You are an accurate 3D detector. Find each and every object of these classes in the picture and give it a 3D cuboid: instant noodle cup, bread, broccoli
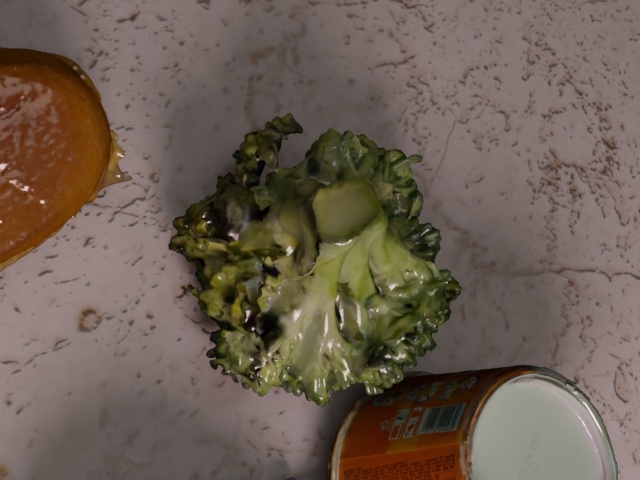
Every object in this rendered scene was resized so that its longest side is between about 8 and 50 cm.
[{"bbox_3d":[0.184,0.275,1.357,0.296,0.214,0.296,11,69,-31],"label":"instant noodle cup"},{"bbox_3d":[-0.411,-0.064,1.275,0.388,0.183,0.236,-37,94,-23],"label":"bread"},{"bbox_3d":[-0.004,0.012,1.391,0.334,0.272,0.324,-9,41,-15],"label":"broccoli"}]

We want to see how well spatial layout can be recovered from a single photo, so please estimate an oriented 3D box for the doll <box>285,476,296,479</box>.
[{"bbox_3d":[-0.055,0.337,1.375,0.206,0.067,0.110,-10,72,-11],"label":"doll"}]
